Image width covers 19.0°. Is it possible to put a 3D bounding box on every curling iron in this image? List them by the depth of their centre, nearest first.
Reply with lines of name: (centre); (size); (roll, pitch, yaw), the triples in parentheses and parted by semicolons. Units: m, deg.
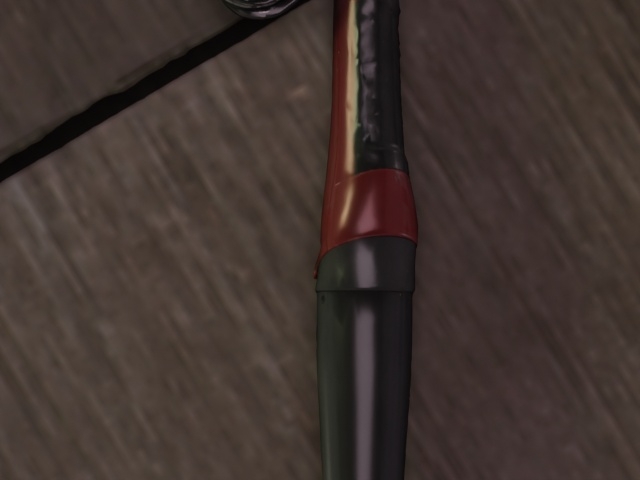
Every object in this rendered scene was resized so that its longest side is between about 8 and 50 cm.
curling iron: (0.000, 0.000, 0.571); (0.068, 0.035, 0.274); (-7, 90, 4)
